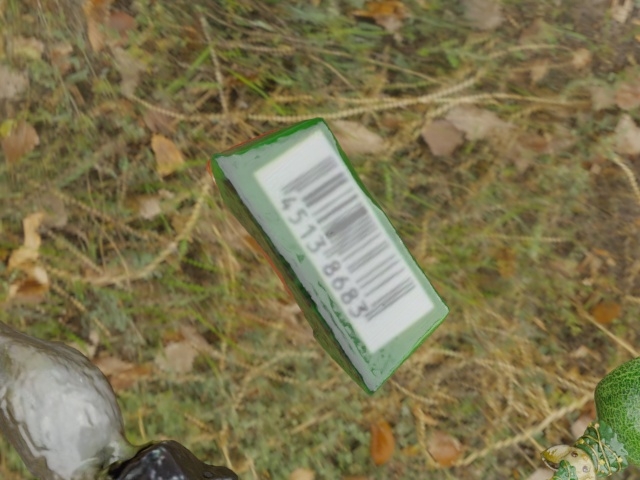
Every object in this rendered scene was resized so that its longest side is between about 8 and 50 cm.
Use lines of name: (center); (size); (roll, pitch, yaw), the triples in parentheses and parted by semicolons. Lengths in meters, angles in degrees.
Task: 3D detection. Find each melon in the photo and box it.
melon: (0.513, 0.292, 1.868); (0.169, 0.129, 0.265); (-7, 136, 10)

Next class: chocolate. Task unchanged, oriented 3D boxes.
chocolate: (0.000, 0.000, 1.645); (0.161, 0.341, 0.360); (-34, 97, -4)

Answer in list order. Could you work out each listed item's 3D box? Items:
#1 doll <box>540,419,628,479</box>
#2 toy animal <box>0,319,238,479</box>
doll: (0.338, 0.289, 1.562); (0.113, 0.078, 0.077); (-36, 156, 0)
toy animal: (-0.118, 0.085, 0.546); (0.202, 0.105, 0.070); (44, 51, 8)
